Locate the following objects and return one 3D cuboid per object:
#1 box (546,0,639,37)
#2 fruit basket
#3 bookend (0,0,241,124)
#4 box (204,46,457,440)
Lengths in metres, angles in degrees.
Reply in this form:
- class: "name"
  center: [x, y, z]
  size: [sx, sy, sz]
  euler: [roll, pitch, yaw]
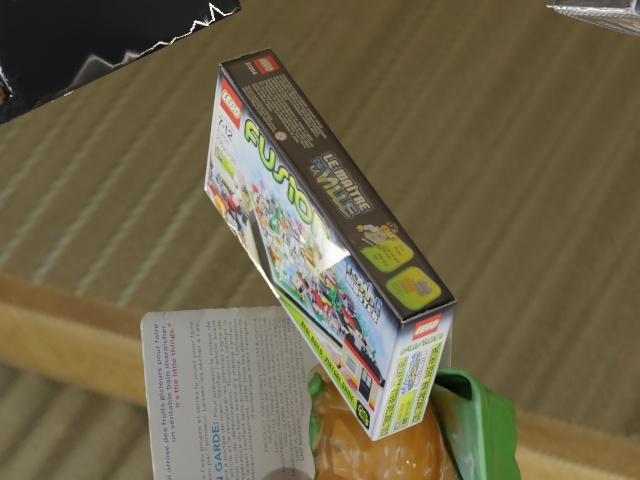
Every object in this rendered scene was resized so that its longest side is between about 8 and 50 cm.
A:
- class: "box"
  center: [0.247, -0.187, 0.880]
  size: [0.060, 0.270, 0.216]
  euler: [15, -86, 55]
- class: "fruit basket"
  center: [-0.001, 0.203, 1.137]
  size: [0.165, 0.353, 0.327]
  euler: [-7, -93, 38]
- class: "bookend"
  center: [-0.149, -0.173, 1.015]
  size: [0.157, 0.156, 0.072]
  euler: [-28, -154, -11]
- class: "box"
  center: [0.000, 0.000, 1.025]
  size: [0.036, 0.114, 0.207]
  euler: [-20, -124, -24]
